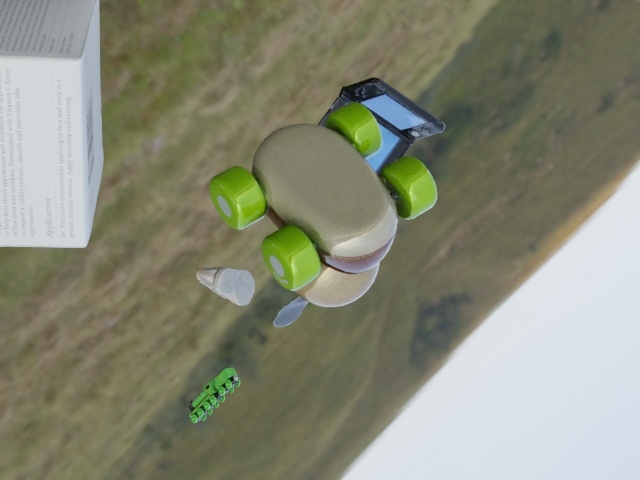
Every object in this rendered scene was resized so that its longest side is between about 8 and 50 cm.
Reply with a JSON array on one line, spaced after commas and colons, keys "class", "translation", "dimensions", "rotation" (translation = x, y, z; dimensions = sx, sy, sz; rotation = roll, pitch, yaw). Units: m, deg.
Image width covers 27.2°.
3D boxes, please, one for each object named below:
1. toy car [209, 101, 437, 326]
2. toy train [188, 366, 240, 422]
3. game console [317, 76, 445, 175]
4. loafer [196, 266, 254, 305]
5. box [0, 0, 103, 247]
[{"class": "toy car", "translation": [0.000, 0.000, 1.184], "dimensions": [0.155, 0.149, 0.188], "rotation": [-31, 151, -22]}, {"class": "toy train", "translation": [-0.110, 0.156, 1.341], "dimensions": [0.017, 0.024, 0.083], "rotation": [-7, 150, -48]}, {"class": "game console", "translation": [0.071, -0.134, 1.631], "dimensions": [0.107, 0.122, 0.071], "rotation": [-10, -125, 55]}, {"class": "loafer", "translation": [-0.120, 0.052, 1.693], "dimensions": [0.125, 0.039, 0.045], "rotation": [37, 70, -70]}, {"class": "box", "translation": [-0.258, -0.112, 1.168], "dimensions": [0.182, 0.119, 0.181], "rotation": [-97, -170, -60]}]
